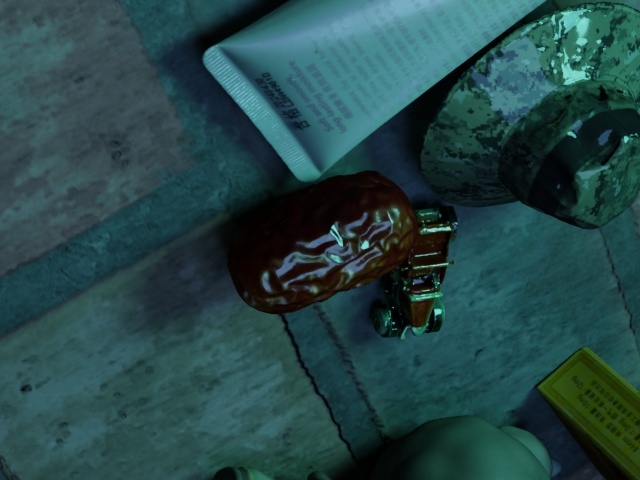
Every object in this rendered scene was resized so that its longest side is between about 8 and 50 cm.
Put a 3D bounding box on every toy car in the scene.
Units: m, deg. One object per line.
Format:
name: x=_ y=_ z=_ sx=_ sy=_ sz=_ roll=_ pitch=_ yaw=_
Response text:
toy car: x=0.094 y=0.033 z=1.728 sx=0.073 sy=0.054 sz=0.143 roll=-6 pitch=120 yaw=-22

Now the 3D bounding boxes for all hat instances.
hat: x=0.235 y=-0.085 z=1.645 sx=0.265 sy=0.128 sz=0.265 roll=-24 pitch=146 yaw=-17

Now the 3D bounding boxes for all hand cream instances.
hand cream: x=0.085 y=-0.205 z=1.559 sx=0.358 sy=0.118 sz=0.185 roll=-34 pitch=134 yaw=6

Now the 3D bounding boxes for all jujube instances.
jujube: x=0.000 y=0.000 z=1.624 sx=0.176 sy=0.109 sz=0.112 roll=-23 pitch=158 yaw=-11

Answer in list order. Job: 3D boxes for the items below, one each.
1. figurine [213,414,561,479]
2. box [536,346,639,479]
figurine: x=0.079 y=0.287 z=1.792 sx=0.380 sy=0.248 sz=0.203 roll=0 pitch=138 yaw=-13
box: x=0.355 y=0.243 z=1.843 sx=0.076 sy=0.274 sz=0.174 roll=-42 pitch=128 yaw=-2
